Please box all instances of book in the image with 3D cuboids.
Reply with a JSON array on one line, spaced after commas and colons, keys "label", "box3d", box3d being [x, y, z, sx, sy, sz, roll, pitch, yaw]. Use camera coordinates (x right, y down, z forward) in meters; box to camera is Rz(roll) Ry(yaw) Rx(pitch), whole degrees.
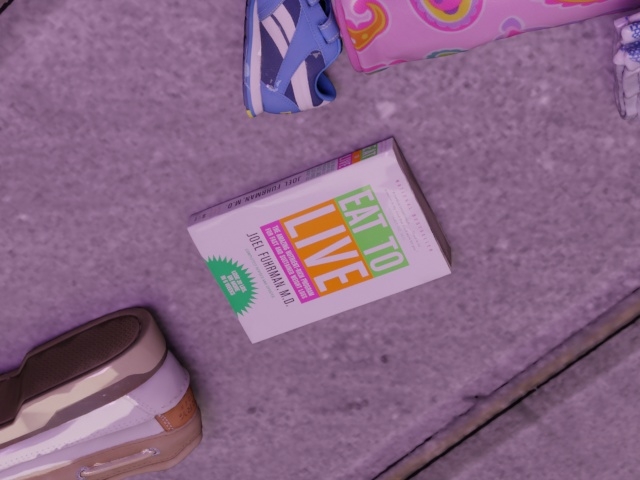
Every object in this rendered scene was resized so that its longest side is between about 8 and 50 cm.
[{"label": "book", "box3d": [0.000, 0.000, 1.048, 0.144, 0.035, 0.096, -21, 117, 15]}]

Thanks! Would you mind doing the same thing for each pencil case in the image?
[{"label": "pencil case", "box3d": [0.142, -0.169, 0.883, 0.284, 0.124, 0.124, -10, 123, 5]}]

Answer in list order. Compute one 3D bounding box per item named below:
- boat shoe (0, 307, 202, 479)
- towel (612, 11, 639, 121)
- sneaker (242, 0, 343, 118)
[{"label": "boat shoe", "box3d": [-0.225, 0.154, 1.097, 0.302, 0.113, 0.103, -22, 115, 13]}, {"label": "towel", "box3d": [0.296, -0.122, 0.880, 0.285, 0.209, 0.034, -14, 83, 8]}, {"label": "sneaker", "box3d": [-0.015, -0.135, 0.945, 0.059, 0.053, 0.144, 4, 132, -2]}]
